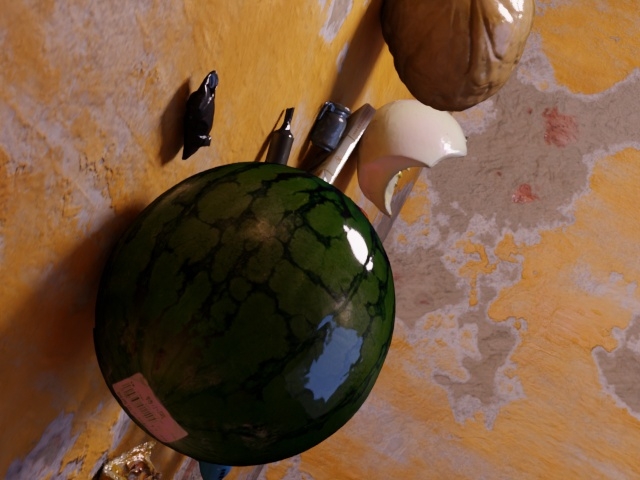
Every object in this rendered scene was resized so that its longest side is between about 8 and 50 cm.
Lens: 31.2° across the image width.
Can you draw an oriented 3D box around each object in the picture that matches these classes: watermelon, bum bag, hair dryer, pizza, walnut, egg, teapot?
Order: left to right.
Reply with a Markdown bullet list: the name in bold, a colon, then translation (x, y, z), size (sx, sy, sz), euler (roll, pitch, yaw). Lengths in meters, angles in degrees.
- **pizza**: translation (-0.305, 0.391, 1.822), size (0.134, 0.056, 0.271), euler (-49, 166, -28)
- **bum bag**: translation (-0.140, -0.140, 1.319), size (0.124, 0.034, 0.058), euler (106, 5, -51)
- **watermelon**: translation (-0.080, 0.081, 1.320), size (0.363, 0.363, 0.363), euler (-60, 170, -17)
- **hair dryer**: translation (-0.076, -0.082, 1.750), size (0.195, 0.078, 0.248), euler (156, -48, -85)
- **teapot**: translation (0.011, -0.200, 1.972), size (0.083, 0.064, 0.049), euler (-65, -153, 2)
- **egg**: translation (0.157, -0.201, 2.406), size (0.271, 0.162, 0.206), euler (-31, -131, 36)
- **walnut**: translation (0.240, -0.383, 2.037), size (0.252, 0.277, 0.313), euler (-28, 165, -15)

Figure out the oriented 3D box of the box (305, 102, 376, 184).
- **box**: translation (0.015, -0.142, 2.038), size (0.122, 0.032, 0.220), euler (-29, -154, 55)

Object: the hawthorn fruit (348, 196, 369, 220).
- **hawthorn fruit**: translation (0.000, 0.000, 2.106), size (0.194, 0.157, 0.157), euler (-55, 168, -22)

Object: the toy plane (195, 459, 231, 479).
- **toy plane**: translation (-0.190, 0.352, 2.188), size (0.271, 0.105, 0.254), euler (-66, 170, 24)
